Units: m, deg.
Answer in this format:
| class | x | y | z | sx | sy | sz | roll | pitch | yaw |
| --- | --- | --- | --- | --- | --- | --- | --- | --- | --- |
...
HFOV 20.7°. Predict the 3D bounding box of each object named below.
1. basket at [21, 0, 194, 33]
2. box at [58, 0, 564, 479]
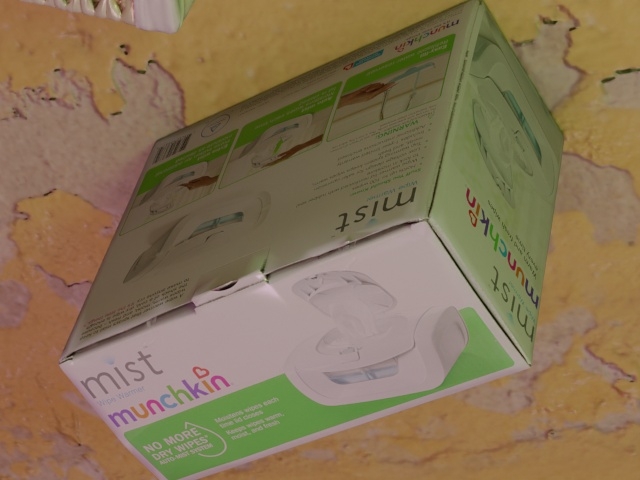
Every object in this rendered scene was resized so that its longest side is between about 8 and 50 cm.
| class | x | y | z | sx | sy | sz | roll | pitch | yaw |
| --- | --- | --- | --- | --- | --- | --- | --- | --- | --- |
| basket | -0.121 | -0.218 | 0.999 | 0.103 | 0.113 | 0.167 | 7 | 130 | 10 |
| box | 0.000 | 0.000 | 1.074 | 0.262 | 0.231 | 0.127 | -22 | 121 | 27 |
